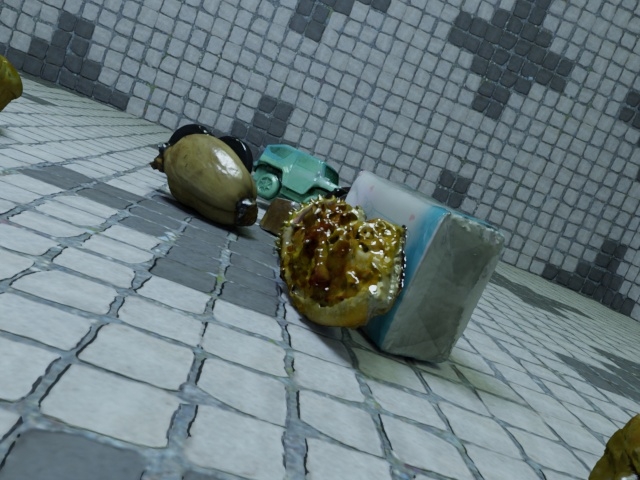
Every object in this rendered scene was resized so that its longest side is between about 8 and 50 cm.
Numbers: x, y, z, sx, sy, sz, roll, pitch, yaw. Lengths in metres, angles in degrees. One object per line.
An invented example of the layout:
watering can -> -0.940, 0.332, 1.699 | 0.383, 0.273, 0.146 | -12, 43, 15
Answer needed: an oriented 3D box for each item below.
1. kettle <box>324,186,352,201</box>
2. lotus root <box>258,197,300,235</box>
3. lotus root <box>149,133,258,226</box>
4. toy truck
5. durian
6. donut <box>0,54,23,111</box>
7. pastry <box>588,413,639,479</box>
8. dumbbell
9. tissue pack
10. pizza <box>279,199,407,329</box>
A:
kettle -> 0.075, -0.026, 1.286 | 0.201, 0.144, 0.232 | 64, 1, -5
lotus root -> -0.062, -0.041, 1.240 | 0.122, 0.081, 0.112 | 17, 2, -32
lotus root -> -0.208, -0.115, 1.117 | 0.257, 0.140, 0.154 | 38, -26, 26
toy truck -> -0.040, -0.136, 1.512 | 0.279, 0.156, 0.155 | 28, 0, 26
durian -> 0.002, -0.001, 1.048 | 0.183, 0.165, 0.132 | -5, 51, -19
donut -> -0.635, -0.302, 1.002 | 0.209, 0.128, 0.261 | 31, -12, 3
pastry -> 0.328, 0.213, 0.435 | 0.235, 0.132, 0.240 | 30, 11, 38
dumbbell -> -0.272, -0.202, 1.452 | 0.143, 0.143, 0.325 | 26, 10, 26
tissue pack -> 0.108, 0.027, 0.822 | 0.124, 0.201, 0.271 | 22, 9, -26
pizza -> 0.013, 0.019, 0.742 | 0.086, 0.161, 0.305 | 32, 2, -21
